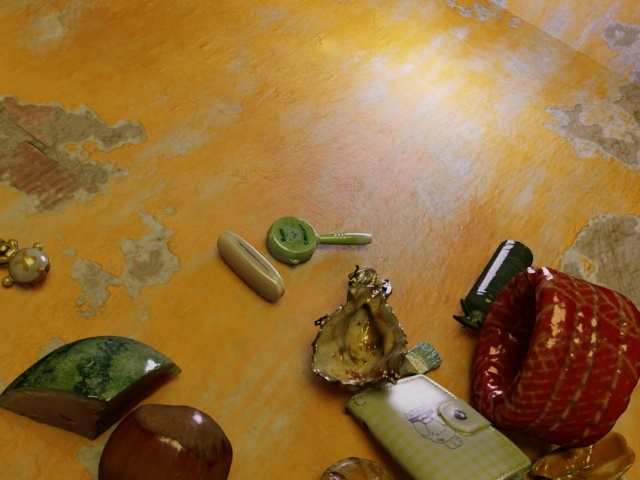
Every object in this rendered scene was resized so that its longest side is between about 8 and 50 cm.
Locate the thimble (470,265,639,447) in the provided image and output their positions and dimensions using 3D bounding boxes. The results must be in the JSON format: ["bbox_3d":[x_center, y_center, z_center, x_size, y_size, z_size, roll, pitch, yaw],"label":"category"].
[{"bbox_3d":[0.470,0.235,1.397,0.231,0.350,0.350,20,48,-8],"label":"thimble"}]

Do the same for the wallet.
[{"bbox_3d":[0.225,0.379,1.305,0.223,0.077,0.309,-16,38,-30],"label":"wallet"}]

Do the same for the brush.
[{"bbox_3d":[0.179,0.280,1.464,0.196,0.021,0.070,-25,65,-32],"label":"brush"}]

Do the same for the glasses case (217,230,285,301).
[{"bbox_3d":[-0.152,0.056,1.490,0.193,0.074,0.049,41,53,16],"label":"glasses case"}]

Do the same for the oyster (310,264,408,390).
[{"bbox_3d":[0.080,0.175,1.439,0.198,0.133,0.336,14,46,-6],"label":"oyster"}]

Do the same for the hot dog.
[{"bbox_3d":[0.542,0.467,1.406,0.270,0.072,0.109,-10,58,-25],"label":"hot dog"}]

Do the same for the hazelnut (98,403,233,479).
[{"bbox_3d":[-0.251,0.370,1.124,0.210,0.186,0.210,25,38,-21],"label":"hazelnut"}]

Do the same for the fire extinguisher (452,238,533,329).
[{"bbox_3d":[0.408,0.115,1.627,0.114,0.095,0.311,51,49,-12],"label":"fire extinguisher"}]

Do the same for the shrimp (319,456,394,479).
[{"bbox_3d":[0.081,0.549,1.159,0.233,0.071,0.364,23,46,-24],"label":"shrimp"}]

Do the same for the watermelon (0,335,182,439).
[{"bbox_3d":[-0.389,0.246,1.209,0.256,0.175,0.260,6,37,39],"label":"watermelon"}]

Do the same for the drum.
[{"bbox_3d":[-0.009,-0.016,1.618,0.253,0.049,0.130,-15,58,-29],"label":"drum"}]

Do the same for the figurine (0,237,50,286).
[{"bbox_3d":[-0.597,0.033,1.353,0.101,0.068,0.143,-33,67,-19],"label":"figurine"}]
